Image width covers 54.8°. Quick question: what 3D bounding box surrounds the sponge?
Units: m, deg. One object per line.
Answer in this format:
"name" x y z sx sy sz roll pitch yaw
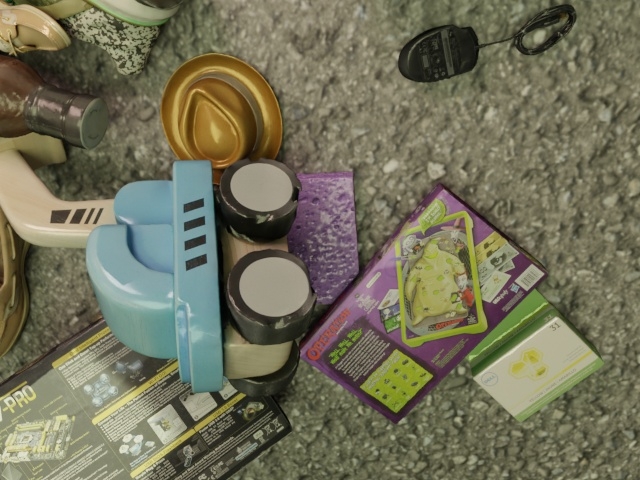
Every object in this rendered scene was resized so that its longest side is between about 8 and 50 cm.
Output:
"sponge" 0.000 0.000 0.958 0.117 0.031 0.210 -3 111 5

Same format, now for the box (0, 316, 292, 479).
"box" -0.290 0.277 0.952 0.394 0.097 0.318 -35 99 -11

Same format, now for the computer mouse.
"computer mouse" 0.221 -0.269 0.833 0.241 0.041 0.071 -13 119 3

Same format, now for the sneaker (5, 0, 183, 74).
"sneaker" -0.383 -0.346 0.806 0.410 0.158 0.182 29 129 -1

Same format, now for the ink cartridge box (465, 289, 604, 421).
"ink cartridge box" 0.304 0.159 0.983 0.235 0.056 0.171 43 110 -14

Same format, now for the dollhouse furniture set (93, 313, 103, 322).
"dollhouse furniture set" -0.308 0.270 1.075 0.197 0.151 0.302 9 89 -13

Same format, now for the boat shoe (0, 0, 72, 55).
"boat shoe" -0.395 -0.267 0.796 0.170 0.059 0.063 21 158 25

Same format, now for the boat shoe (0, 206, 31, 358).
"boat shoe" -0.543 0.065 0.988 0.121 0.110 0.341 18 112 -2

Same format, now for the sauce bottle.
"sauce bottle" -0.451 -0.196 0.809 0.344 0.111 0.112 18 112 6

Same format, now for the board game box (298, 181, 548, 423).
"board game box" 0.148 0.107 0.948 0.208 0.056 0.347 36 109 -13

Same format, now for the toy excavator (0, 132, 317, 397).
"toy excavator" -0.256 -0.004 0.828 0.444 0.433 0.222 -2 147 -13

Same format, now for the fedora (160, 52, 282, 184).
"fedora" -0.148 -0.164 0.880 0.194 0.079 0.195 2 111 4
